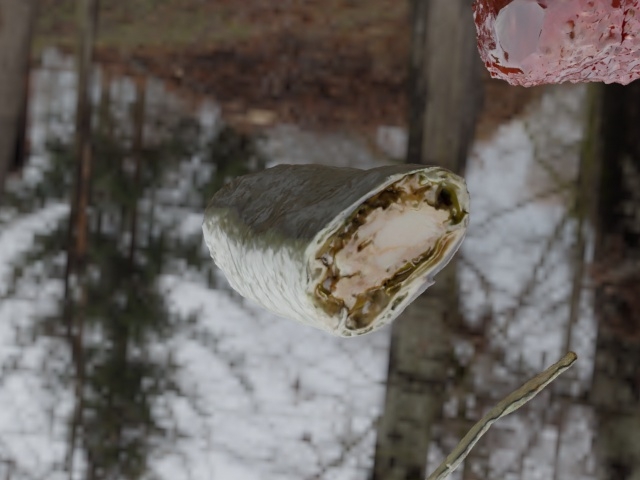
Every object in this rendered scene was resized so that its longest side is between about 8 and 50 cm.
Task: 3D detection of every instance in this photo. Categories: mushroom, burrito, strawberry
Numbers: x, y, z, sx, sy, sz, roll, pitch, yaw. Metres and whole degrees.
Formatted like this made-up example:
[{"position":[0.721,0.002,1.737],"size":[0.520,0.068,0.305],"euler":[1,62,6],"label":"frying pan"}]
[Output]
[{"position":[0.101,0.183,1.528],"size":[0.026,0.286,0.028],"euler":[50,172,25],"label":"mushroom"},{"position":[0.003,-0.003,1.507],"size":[0.105,0.143,0.299],"euler":[41,167,-20],"label":"burrito"},{"position":[0.201,-0.236,1.353],"size":[0.257,0.261,0.261],"euler":[-6,-168,-28],"label":"strawberry"}]
